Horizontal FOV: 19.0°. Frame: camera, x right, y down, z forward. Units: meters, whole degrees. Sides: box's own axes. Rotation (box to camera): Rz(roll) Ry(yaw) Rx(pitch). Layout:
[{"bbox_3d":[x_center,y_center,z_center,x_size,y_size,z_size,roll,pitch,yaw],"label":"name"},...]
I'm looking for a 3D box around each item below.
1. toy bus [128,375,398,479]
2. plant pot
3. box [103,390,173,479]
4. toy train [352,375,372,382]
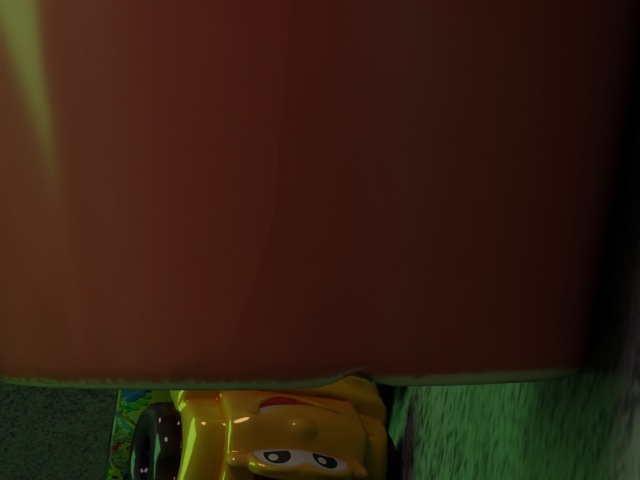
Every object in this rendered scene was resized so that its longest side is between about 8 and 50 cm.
[{"bbox_3d":[-0.027,0.197,1.023,0.211,0.149,0.220,-126,47,-67],"label":"toy bus"},{"bbox_3d":[-0.012,-0.075,0.635,0.275,0.275,0.243,155,115,-86],"label":"plant pot"},{"bbox_3d":[-0.057,0.041,1.507,0.279,0.177,0.290,105,174,-53],"label":"box"},{"bbox_3d":[0.000,0.000,1.170,0.334,0.142,0.190,102,-172,-50],"label":"toy train"}]
